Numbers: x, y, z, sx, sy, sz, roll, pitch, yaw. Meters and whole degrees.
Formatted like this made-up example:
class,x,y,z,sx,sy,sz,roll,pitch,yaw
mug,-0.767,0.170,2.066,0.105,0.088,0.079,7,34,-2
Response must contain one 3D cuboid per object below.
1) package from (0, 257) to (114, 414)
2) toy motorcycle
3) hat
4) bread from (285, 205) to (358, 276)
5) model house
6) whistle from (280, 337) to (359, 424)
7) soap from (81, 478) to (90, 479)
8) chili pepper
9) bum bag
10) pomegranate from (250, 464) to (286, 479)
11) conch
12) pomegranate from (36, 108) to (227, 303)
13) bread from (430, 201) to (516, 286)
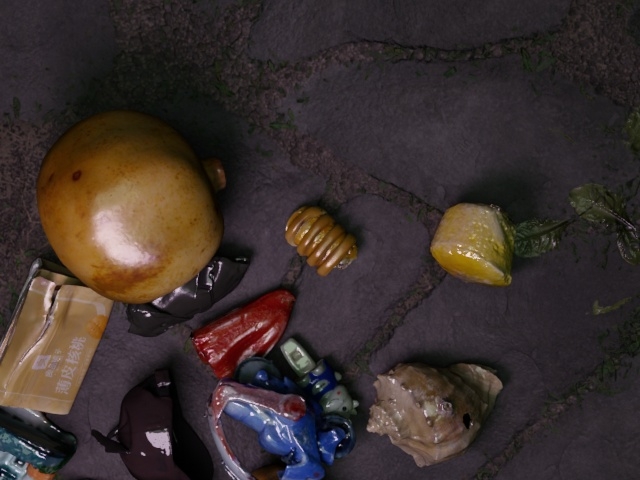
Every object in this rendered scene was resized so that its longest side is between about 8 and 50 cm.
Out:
class,x,y,z,sx,sy,sz,roll,pitch,yaw
package,-0.619,0.220,1.836,0.221,0.165,0.311,24,93,-1
toy motorcycle,-0.101,0.415,1.778,0.319,0.182,0.241,37,86,3
hat,-0.376,0.470,1.820,0.209,0.238,0.336,-20,103,-1
bread,0.000,0.000,1.866,0.177,0.084,0.119,42,92,2
model house,-0.723,0.513,1.851,0.253,0.184,0.291,32,97,-6
whistle,-0.005,0.327,1.875,0.110,0.092,0.244,-36,92,-5
soap,-0.508,0.664,1.852,0.182,0.138,0.199,13,93,18
chili pepper,-0.154,0.211,1.868,0.253,0.136,0.144,-32,66,-6
bum bag,-0.301,0.124,1.852,0.326,0.142,0.079,-31,54,2
pomegranate,-0.091,0.619,1.823,0.248,0.248,0.248,0,93,0
conch,0.263,0.392,1.846,0.324,0.186,0.263,-14,111,2
pomegranate,-0.376,-0.069,1.713,0.417,0.416,0.416,0,93,0
bread,0.345,0.011,1.818,0.197,0.197,0.170,19,86,-1
